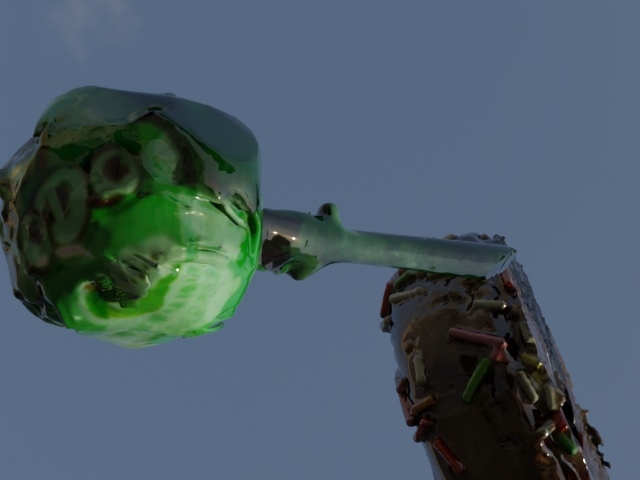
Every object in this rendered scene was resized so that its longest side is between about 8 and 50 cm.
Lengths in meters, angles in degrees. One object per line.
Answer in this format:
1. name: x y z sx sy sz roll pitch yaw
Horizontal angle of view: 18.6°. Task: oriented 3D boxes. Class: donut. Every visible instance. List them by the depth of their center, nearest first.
1. donut: 0.119 0.122 1.231 0.103 0.270 0.269 -23 -85 9

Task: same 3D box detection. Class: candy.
1. candy: -0.002 0.001 0.771 0.097 0.323 0.097 -3 -96 34
